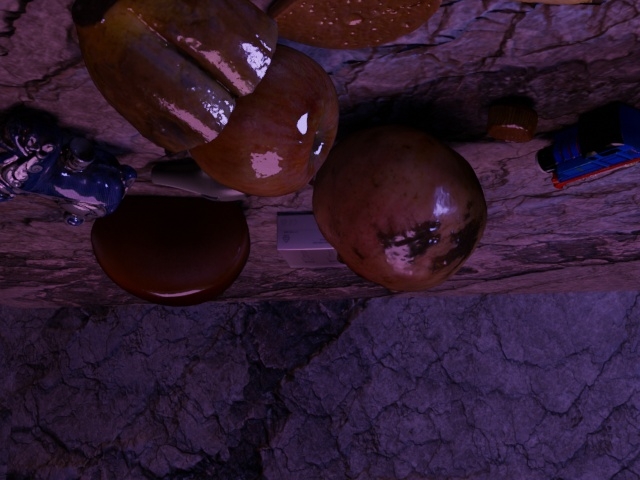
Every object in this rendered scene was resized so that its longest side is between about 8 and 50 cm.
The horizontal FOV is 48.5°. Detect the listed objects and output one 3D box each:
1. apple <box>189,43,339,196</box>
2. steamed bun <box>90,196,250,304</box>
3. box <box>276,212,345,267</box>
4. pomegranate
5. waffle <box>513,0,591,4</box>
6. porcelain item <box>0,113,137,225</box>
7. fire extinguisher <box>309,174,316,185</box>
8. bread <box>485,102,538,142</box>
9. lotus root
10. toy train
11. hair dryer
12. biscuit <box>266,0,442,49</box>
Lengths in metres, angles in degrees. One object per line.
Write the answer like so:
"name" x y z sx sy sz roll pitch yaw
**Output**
"apple" -0.079 -0.165 0.975 0.188 0.211 0.211 24 173 17
"steamed bun" -0.361 0.038 1.741 0.379 0.248 0.235 1 167 -8
"box" 0.000 0.000 1.900 0.203 0.106 0.252 -3 168 5
"pomegranate" 0.136 -0.058 1.242 0.322 0.322 0.322 0 167 0
"waffle" 0.206 -0.310 0.667 0.221 0.055 0.248 2 166 -6
"porcelain item" -0.472 -0.138 1.292 0.186 0.138 0.288 -31 146 33
"fire extinguisher" 0.000 -0.146 1.422 0.049 0.035 0.173 5 170 -4
"bread" 0.312 -0.197 1.159 0.085 0.053 0.085 12 171 2
"lotus root" -0.173 -0.223 0.796 0.199 0.188 0.180 -6 152 34
"toy train" 0.473 -0.162 1.243 0.131 0.083 0.204 9 162 -34
"hair dryer" -0.260 -0.143 1.381 0.219 0.088 0.225 -4 154 34
"biscuit" 0.041 -0.278 0.863 0.220 0.029 0.142 -6 164 20
